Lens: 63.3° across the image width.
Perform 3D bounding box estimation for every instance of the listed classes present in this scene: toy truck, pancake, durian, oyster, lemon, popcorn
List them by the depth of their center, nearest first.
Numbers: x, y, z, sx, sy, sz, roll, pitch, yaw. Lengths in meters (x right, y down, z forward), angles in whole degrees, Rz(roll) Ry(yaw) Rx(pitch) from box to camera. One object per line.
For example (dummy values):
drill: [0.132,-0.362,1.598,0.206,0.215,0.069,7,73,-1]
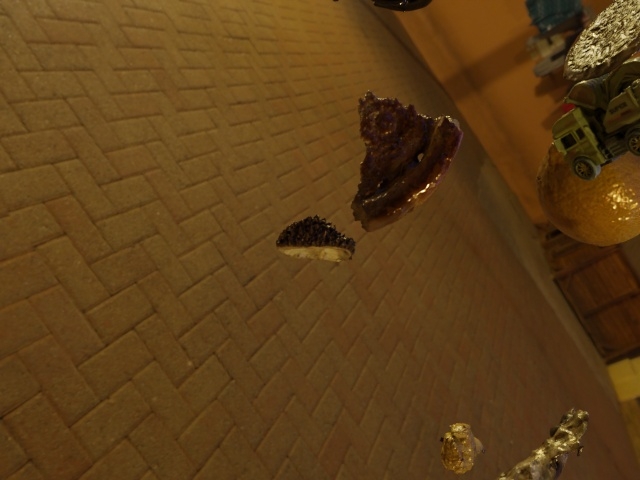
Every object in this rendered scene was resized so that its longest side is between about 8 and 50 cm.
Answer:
pancake: [0.277,-0.196,0.493,0.011,0.115,0.114,36,30,-17]
oyster: [0.240,0.264,0.599,0.061,0.200,0.106,39,-26,29]
toy truck: [0.368,-0.159,0.634,0.116,0.085,0.191,56,-16,2]
durian: [0.003,0.008,0.677,0.130,0.066,0.052,11,27,-38]
lemon: [0.479,-0.089,0.900,0.257,0.188,0.188,37,32,-25]
popcorn: [0.235,0.358,0.909,0.084,0.084,0.084,45,27,-32]
pancake: [0.131,-0.173,0.986,0.244,0.266,0.057,56,8,9]

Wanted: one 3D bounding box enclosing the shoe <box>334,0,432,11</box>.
shoe: [0.079,-0.278,0.518,0.228,0.099,0.112,-2,74,-29]
